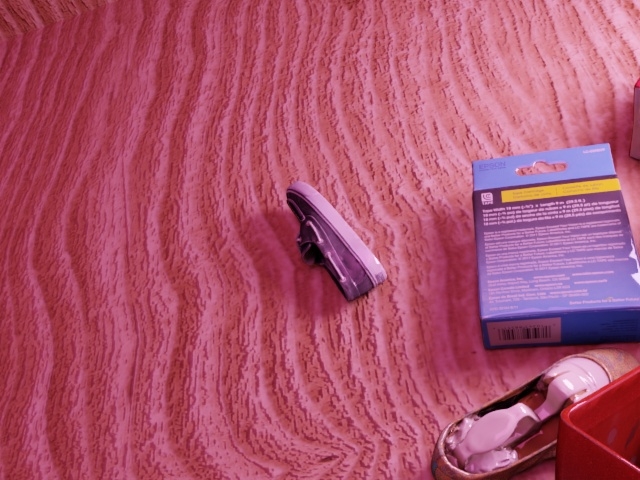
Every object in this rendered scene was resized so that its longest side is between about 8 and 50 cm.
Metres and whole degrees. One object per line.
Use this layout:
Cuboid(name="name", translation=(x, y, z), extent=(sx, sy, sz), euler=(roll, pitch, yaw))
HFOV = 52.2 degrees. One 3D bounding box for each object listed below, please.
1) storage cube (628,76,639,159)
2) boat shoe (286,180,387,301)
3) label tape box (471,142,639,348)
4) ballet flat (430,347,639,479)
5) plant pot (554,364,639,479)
Cuboid(name="storage cube", translation=(0.666, -0.241, 1.123), extent=(0.215, 0.183, 0.193), euler=(26, 67, 34))
Cuboid(name="boat shoe", translation=(0.000, 0.000, 1.247), extent=(0.102, 0.108, 0.301), euler=(-34, 56, -9))
Cuboid(name="label tape box", translation=(0.382, 0.006, 1.087), extent=(0.240, 0.106, 0.333), euler=(-6, 51, 16))
Cuboid(name="ballet flat", translation=(0.309, 0.244, 0.921), extent=(0.348, 0.123, 0.123), euler=(-29, 49, -3))
Cuboid(name="plant pot", translation=(0.412, 0.310, 0.702), extent=(0.267, 0.236, 0.267), euler=(-12, 31, -36))
